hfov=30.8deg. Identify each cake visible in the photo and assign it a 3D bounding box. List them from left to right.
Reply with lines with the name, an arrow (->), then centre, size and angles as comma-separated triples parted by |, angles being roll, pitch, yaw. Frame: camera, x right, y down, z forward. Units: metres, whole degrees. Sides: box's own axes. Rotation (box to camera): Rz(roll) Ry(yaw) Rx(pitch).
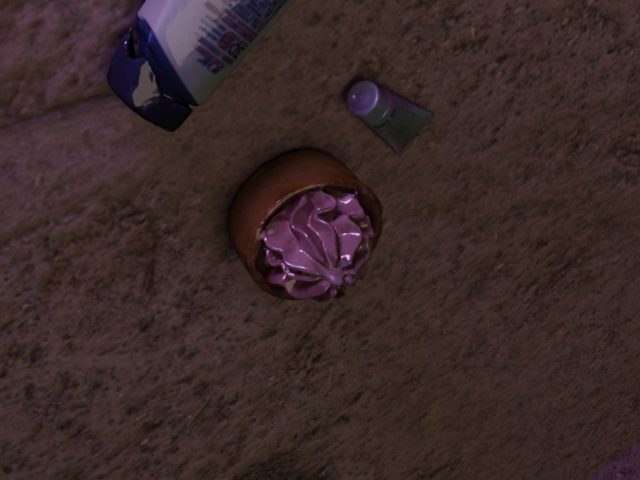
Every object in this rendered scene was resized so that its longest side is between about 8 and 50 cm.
cake -> 0.000, 0.000, 1.480 | 0.208, 0.178, 0.185 | 15, 116, -51

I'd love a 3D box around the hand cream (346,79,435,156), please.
hand cream -> 0.091, -0.160, 1.512 | 0.076, 0.047, 0.174 | -50, 150, 11

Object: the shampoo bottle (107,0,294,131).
shampoo bottle -> -0.085, -0.278, 1.209 | 0.359, 0.078, 0.134 | -47, 139, 9
